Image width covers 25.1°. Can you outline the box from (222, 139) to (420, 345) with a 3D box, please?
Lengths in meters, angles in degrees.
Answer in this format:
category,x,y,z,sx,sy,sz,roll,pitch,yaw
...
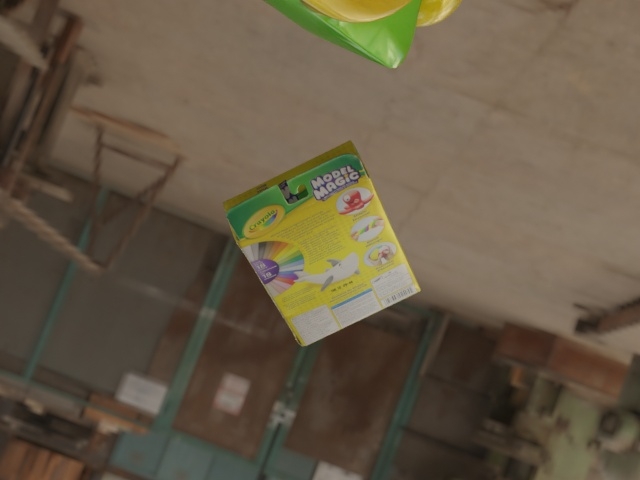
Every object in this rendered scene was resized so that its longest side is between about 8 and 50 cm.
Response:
category,x,y,z,sx,sy,sz,roll,pitch,yaw
box,0.000,0.000,1.039,0.179,0.105,0.043,63,-178,-55

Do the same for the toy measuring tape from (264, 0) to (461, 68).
category,x,y,z,sx,sy,sz,roll,pitch,yaw
toy measuring tape,-0.026,-0.154,0.469,0.121,0.121,0.330,16,175,33
